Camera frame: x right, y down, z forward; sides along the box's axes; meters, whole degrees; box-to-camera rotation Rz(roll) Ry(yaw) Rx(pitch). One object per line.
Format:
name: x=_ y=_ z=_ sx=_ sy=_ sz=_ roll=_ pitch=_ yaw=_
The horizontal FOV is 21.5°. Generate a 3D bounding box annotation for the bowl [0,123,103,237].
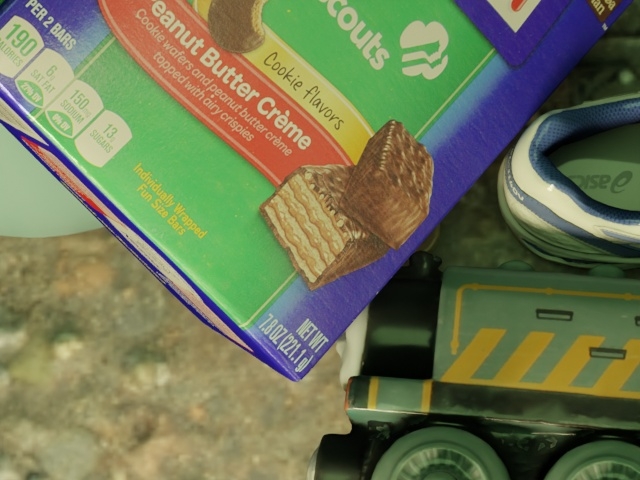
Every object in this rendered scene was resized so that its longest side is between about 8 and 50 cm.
bowl: x=-0.185 y=-0.166 z=0.996 sx=0.311 sy=0.163 sz=0.311 roll=-1 pitch=81 yaw=6

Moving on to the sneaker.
sneaker: x=0.248 y=-0.035 z=0.935 sx=0.296 sy=0.131 sz=0.112 roll=-7 pitch=79 yaw=5

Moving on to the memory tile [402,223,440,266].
memory tile: x=0.000 y=0.000 z=1.021 sx=0.148 sy=0.012 sz=0.113 roll=-6 pitch=81 yaw=6

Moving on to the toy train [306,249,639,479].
toy train: x=0.162 y=0.103 z=0.930 sx=0.334 sy=0.142 sz=0.190 roll=3 pitch=70 yaw=10

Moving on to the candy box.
candy box: x=-0.009 y=-0.131 z=0.897 sx=0.317 sy=0.122 sz=0.268 roll=-49 pitch=122 yaw=-10
